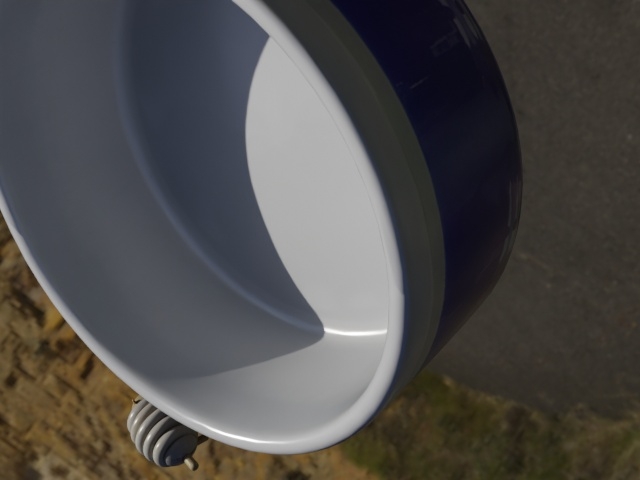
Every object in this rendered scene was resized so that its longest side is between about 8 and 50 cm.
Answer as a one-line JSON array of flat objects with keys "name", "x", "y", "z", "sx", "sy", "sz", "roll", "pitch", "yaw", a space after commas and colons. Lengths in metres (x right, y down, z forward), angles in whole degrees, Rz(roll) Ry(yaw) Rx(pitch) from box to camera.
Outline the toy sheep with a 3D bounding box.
[{"name": "toy sheep", "x": -0.189, "y": 0.235, "z": 1.390, "sx": 0.132, "sy": 0.091, "sz": 0.091, "roll": 39, "pitch": 176, "yaw": 36}]

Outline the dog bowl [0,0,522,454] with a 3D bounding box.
[{"name": "dog bowl", "x": -0.042, "y": -0.036, "z": 0.539, "sx": 0.264, "sy": 0.104, "sz": 0.265, "roll": 23, "pitch": 130, "yaw": 30}]
